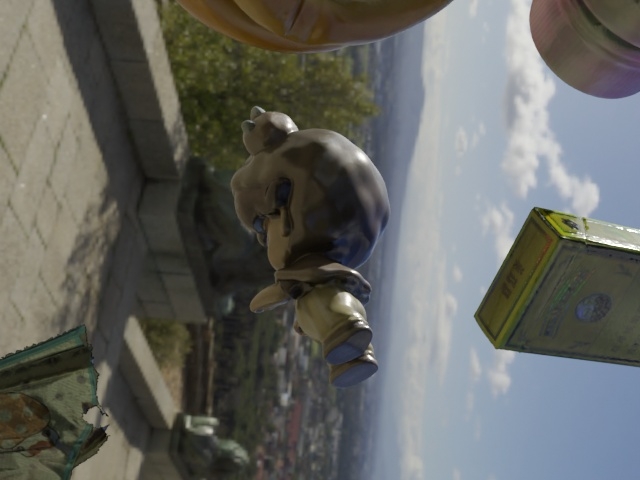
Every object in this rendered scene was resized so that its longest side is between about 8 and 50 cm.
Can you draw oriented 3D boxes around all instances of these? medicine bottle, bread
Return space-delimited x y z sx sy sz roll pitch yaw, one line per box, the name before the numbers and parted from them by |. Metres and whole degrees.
medicine bottle | 0.411 -0.336 1.027 0.388 0.219 0.219 128 -28 -62
bread | 0.000 -0.398 1.093 0.245 0.424 0.329 6 -86 57

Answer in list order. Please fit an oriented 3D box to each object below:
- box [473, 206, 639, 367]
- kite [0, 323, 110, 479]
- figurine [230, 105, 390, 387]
box | 0.285 0.054 0.942 0.141 0.220 0.064 -65 -152 26
kite | -0.186 0.195 0.471 0.014 0.368 0.406 -80 -172 -63
figurine | 0.000 0.001 1.224 0.248 0.203 0.380 34 36 -48
